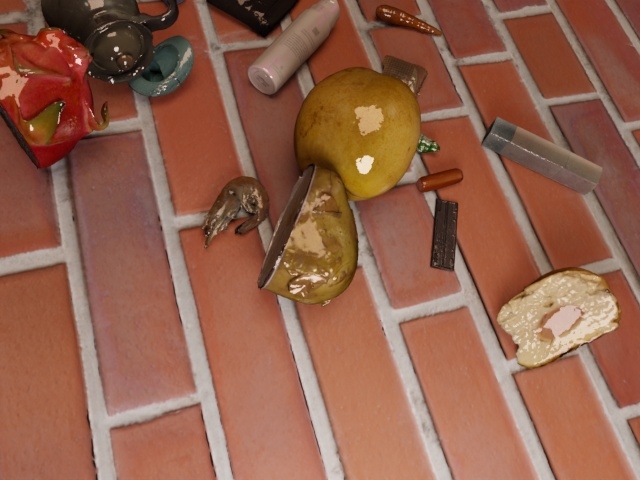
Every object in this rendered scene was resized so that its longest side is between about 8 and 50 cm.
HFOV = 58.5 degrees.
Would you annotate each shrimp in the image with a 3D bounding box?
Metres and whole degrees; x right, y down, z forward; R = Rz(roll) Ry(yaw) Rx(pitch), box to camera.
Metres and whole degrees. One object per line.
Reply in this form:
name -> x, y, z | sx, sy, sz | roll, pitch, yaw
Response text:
shrimp -> -0.202, -0.060, 1.369 | 0.126, 0.047, 0.223 | 32, 63, -6

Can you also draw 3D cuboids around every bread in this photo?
bread -> 0.553, 0.164, 1.300 | 0.224, 0.211, 0.183 | -25, 80, -24

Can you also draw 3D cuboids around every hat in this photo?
hat -> -0.406, -0.441, 1.488 | 0.191, 0.078, 0.138 | -39, 68, -3

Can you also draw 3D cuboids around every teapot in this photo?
teapot -> -0.496, -0.526, 1.419 | 0.306, 0.223, 0.285 | -20, 63, -29

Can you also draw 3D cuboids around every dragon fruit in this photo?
dragon fruit -> -0.613, -0.334, 1.283 | 0.226, 0.305, 0.305 | -37, 77, -22

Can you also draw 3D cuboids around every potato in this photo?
potato -> 0.000, 0.000, 1.272 | 0.196, 0.246, 0.299 | 22, 83, -14

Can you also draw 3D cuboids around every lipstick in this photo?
lipstick -> 0.604, -0.231, 1.563 | 0.318, 0.066, 0.068 | 27, 65, 3

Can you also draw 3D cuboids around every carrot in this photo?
carrot -> 0.267, -0.655, 1.712 | 0.216, 0.048, 0.048 | 16, 65, -8

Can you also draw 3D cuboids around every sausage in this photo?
sausage -> 0.316, -0.159, 1.497 | 0.131, 0.041, 0.039 | -17, 56, -16

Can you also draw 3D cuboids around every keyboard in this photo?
keyboard -> 0.315, -0.017, 1.451 | 0.064, 0.010, 0.197 | 13, 65, -5

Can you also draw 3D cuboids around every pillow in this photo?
pillow -> 0.219, -0.426, 1.605 | 0.136, 0.034, 0.211 | 20, 66, -2

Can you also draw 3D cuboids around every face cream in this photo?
face cream -> -0.062, -0.546, 1.574 | 0.102, 0.102, 0.345 | 35, 65, 7

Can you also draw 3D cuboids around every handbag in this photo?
handbag -> -0.183, -0.727, 1.646 | 0.223, 0.080, 0.246 | 30, 65, 4

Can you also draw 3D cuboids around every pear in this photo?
pear -> 0.086, -0.253, 1.362 | 0.315, 0.314, 0.314 | 4, 66, -8

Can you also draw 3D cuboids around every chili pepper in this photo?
chili pepper -> 0.223, -0.299, 1.528 | 0.227, 0.088, 0.059 | 30, 39, 0

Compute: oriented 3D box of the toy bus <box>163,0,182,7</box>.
toy bus -> -0.473, -0.766, 1.608 | 0.079, 0.094, 0.236 | -35, 78, -28
